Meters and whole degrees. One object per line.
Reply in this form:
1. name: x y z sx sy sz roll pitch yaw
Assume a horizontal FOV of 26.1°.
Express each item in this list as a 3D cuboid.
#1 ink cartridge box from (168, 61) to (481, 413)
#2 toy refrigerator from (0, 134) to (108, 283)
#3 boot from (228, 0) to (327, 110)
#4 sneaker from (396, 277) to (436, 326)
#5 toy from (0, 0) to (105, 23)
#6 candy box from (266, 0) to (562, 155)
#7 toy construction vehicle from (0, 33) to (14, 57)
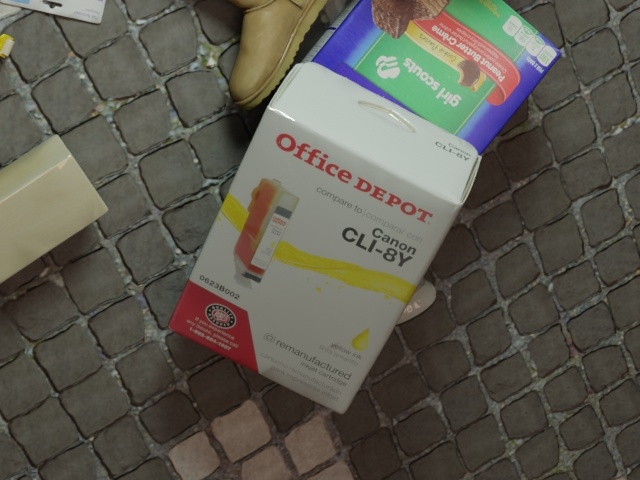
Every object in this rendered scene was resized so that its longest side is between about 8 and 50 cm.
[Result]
1. ink cartridge box: 0.000 0.000 1.834 0.279 0.160 0.385 27 122 0
2. toy refrigerator: -0.428 -0.018 1.828 0.269 0.094 0.102 -35 123 -6
3. boot: -0.140 -0.339 1.838 0.269 0.089 0.236 33 83 -27
4. sneaker: 0.039 0.098 2.052 0.262 0.099 0.121 -33 108 -16
5. toy: -0.317 -0.402 1.761 0.137 0.056 0.237 10 104 -22
6. candy box: 0.126 -0.222 1.917 0.268 0.122 0.317 39 92 -9
7. toy construction vehicle: -0.452 -0.249 1.777 0.098 0.035 0.086 21 88 -28
